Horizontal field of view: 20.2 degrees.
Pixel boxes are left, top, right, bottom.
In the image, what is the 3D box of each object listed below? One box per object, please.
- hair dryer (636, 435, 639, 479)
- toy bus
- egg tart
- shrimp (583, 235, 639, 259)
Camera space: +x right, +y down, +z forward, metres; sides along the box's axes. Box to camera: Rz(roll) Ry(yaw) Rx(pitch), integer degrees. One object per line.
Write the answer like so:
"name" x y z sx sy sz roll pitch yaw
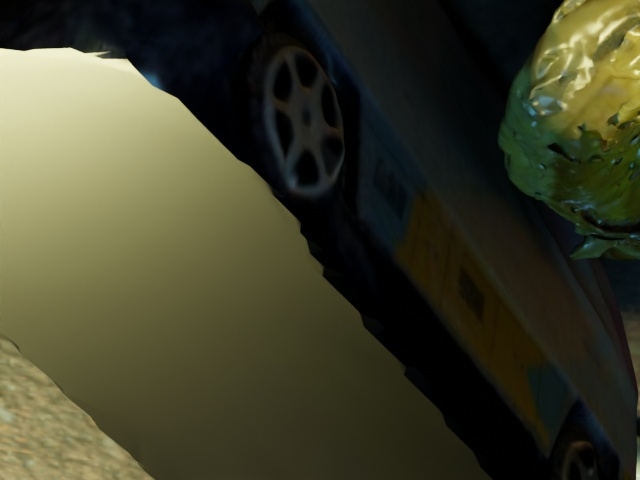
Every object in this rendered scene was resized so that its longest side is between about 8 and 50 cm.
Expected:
"hair dryer" 0.184 0.116 0.884 0.137 0.047 0.082 25 137 -10
"toy bus" 0.000 0.000 0.667 0.171 0.162 0.386 -7 139 32
"egg tart" 0.176 -0.073 0.612 0.231 0.098 0.252 17 145 -35
"shrimp" 0.142 -0.026 0.726 0.127 0.025 0.091 -11 136 25
